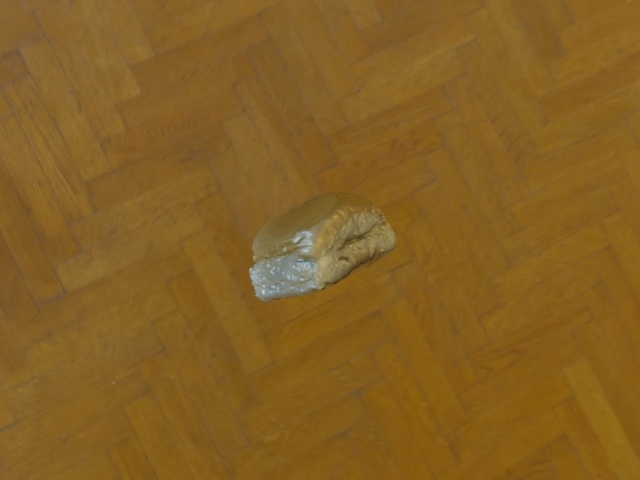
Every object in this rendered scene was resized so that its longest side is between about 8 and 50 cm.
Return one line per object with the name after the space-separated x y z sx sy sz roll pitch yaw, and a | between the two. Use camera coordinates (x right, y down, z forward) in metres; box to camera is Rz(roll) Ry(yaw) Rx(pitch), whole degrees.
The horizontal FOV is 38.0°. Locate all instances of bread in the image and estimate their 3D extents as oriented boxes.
0.000 0.001 0.870 0.125 0.106 0.082 -28 94 -39 | bread
